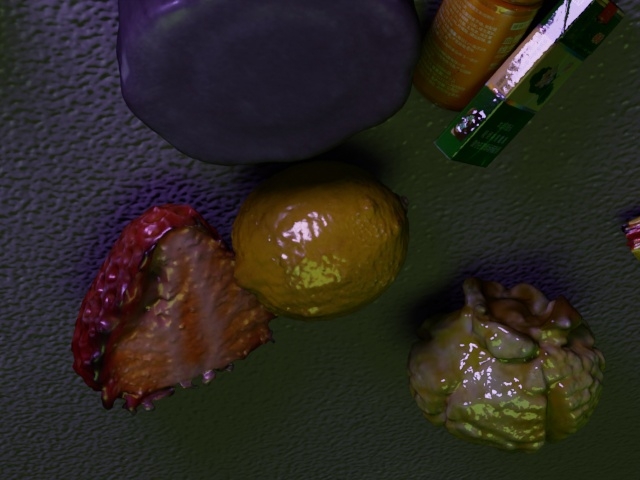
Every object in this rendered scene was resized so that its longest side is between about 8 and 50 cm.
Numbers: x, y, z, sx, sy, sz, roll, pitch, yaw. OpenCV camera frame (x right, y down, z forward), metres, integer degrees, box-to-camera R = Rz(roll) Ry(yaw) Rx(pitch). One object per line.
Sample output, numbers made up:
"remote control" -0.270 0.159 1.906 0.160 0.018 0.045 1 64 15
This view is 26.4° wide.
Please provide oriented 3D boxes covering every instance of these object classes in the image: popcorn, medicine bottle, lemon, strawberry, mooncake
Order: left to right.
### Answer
"strawberry" -0.216 0.075 1.720 0.253 0.150 0.280 -35 137 -2
"mooncake" -0.056 -0.216 1.380 0.306 0.154 0.306 -7 142 -6
"lemon" 0.000 0.000 1.632 0.231 0.192 0.192 -25 143 -11
"medicine bottle" 0.171 -0.234 1.457 0.096 0.096 0.192 7 138 -21
"popcorn" 0.260 0.175 1.894 0.270 0.224 0.258 -28 132 30

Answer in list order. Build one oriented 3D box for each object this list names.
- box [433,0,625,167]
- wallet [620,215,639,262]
"box" 0.230 -0.178 1.492 0.235 0.034 0.132 -48 161 15
"wallet" 0.514 0.014 1.880 0.141 0.067 0.241 -29 143 15
